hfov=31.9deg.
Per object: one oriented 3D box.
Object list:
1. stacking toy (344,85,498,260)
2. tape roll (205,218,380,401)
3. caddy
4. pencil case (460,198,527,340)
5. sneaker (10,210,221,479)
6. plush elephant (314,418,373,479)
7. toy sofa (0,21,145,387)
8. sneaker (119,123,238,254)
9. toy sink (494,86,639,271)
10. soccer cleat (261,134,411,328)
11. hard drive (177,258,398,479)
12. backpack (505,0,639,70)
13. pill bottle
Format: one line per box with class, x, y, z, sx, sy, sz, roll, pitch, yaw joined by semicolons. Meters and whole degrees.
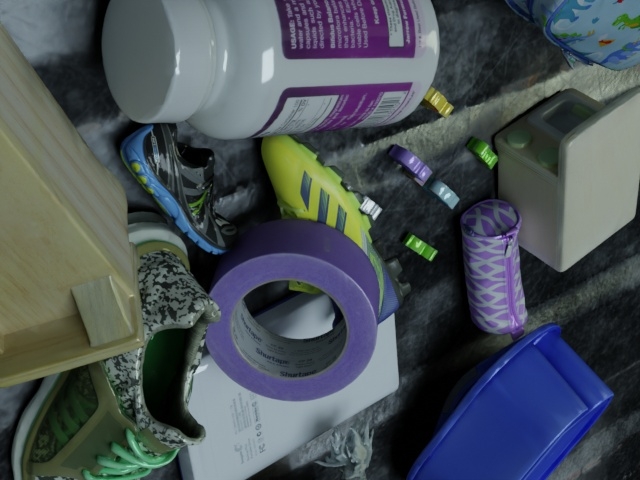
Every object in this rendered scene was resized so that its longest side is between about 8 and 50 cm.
stacking toy;0.133;-0.077;1.389;0.167;0.052;0.221;-55;140;1
tape roll;-0.030;0.077;1.220;0.189;0.080;0.189;2;120;4
caddy;0.264;0.273;1.649;0.241;0.179;0.341;-8;136;-58
pencil case;0.243;0.039;1.543;0.086;0.088;0.206;-35;137;-22
sneaker;-0.200;0.186;1.152;0.158;0.182;0.410;-7;121;-41
plush elephant;-0.019;0.415;1.433;0.271;0.255;0.330;11;64;-39
toy sofa;-0.284;-0.040;0.926;0.150;0.177;0.362;-18;146;6
sneaker;-0.129;-0.053;1.146;0.078;0.067;0.188;-41;135;-6
toy sink;0.328;-0.105;1.494;0.152;0.131;0.234;-35;140;-22
soccer cleat;0.001;0.001;1.264;0.121;0.093;0.289;-37;126;-5
hard drive;-0.040;0.170;1.390;0.318;0.040;0.210;-26;128;-28
backpack;0.334;-0.335;1.265;0.355;0.273;0.290;24;133;-36
pill bottle;-0.046;-0.183;1.062;0.301;0.169;0.169;-9;122;-40
